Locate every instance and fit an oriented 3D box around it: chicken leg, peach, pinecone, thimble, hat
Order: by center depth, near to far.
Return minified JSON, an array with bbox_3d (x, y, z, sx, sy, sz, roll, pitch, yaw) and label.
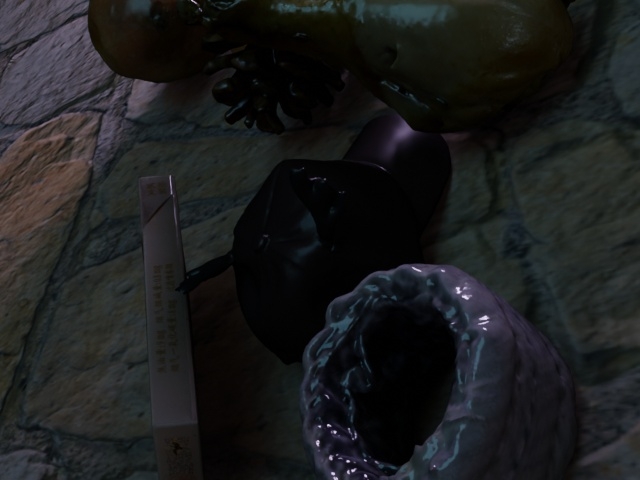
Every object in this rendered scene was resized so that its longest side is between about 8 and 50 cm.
[{"bbox_3d":[0.095,0.146,0.880,0.217,0.157,0.246,-26,46,32],"label":"thimble"},{"bbox_3d":[-0.011,-0.031,1.087,0.238,0.209,0.336,-12,52,44],"label":"hat"},{"bbox_3d":[0.053,-0.232,1.102,0.429,0.201,0.153,14,26,14],"label":"chicken leg"},{"bbox_3d":[-0.035,-0.281,1.295,0.309,0.244,0.244,-60,37,11],"label":"pinecone"},{"bbox_3d":[-0.249,-0.337,1.564,0.214,0.214,0.235,-46,17,10],"label":"peach"}]

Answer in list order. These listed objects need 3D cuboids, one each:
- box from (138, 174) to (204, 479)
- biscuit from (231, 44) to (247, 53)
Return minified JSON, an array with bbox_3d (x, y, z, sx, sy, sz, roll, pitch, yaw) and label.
[{"bbox_3d":[-0.170,0.119,1.162,0.051,0.205,0.365,-5,45,-7],"label":"box"},{"bbox_3d":[-0.044,-0.363,1.496,0.250,0.036,0.166,-22,66,37],"label":"biscuit"}]
